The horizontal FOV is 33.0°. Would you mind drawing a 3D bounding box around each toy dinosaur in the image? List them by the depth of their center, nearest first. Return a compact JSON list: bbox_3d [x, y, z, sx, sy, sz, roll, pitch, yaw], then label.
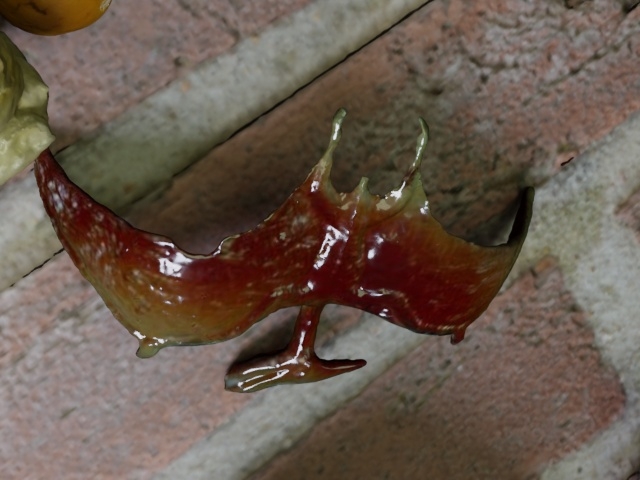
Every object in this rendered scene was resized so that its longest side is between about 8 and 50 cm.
[{"bbox_3d":[0.008,-0.007,0.687,0.327,0.113,0.206,-19,132,-10],"label":"toy dinosaur"}]

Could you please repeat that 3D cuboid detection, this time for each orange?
[{"bbox_3d":[-0.150,-0.152,0.587,0.070,0.083,0.083,-38,114,13],"label":"orange"}]

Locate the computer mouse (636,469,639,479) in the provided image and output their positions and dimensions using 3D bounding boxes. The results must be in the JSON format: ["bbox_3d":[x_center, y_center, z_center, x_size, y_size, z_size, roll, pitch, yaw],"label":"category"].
[{"bbox_3d":[0.313,0.220,0.840,0.184,0.121,0.296,-16,120,-30],"label":"computer mouse"}]

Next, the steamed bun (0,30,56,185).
[{"bbox_3d":[-0.224,-0.053,0.510,0.177,0.192,0.106,-39,127,-4],"label":"steamed bun"}]
